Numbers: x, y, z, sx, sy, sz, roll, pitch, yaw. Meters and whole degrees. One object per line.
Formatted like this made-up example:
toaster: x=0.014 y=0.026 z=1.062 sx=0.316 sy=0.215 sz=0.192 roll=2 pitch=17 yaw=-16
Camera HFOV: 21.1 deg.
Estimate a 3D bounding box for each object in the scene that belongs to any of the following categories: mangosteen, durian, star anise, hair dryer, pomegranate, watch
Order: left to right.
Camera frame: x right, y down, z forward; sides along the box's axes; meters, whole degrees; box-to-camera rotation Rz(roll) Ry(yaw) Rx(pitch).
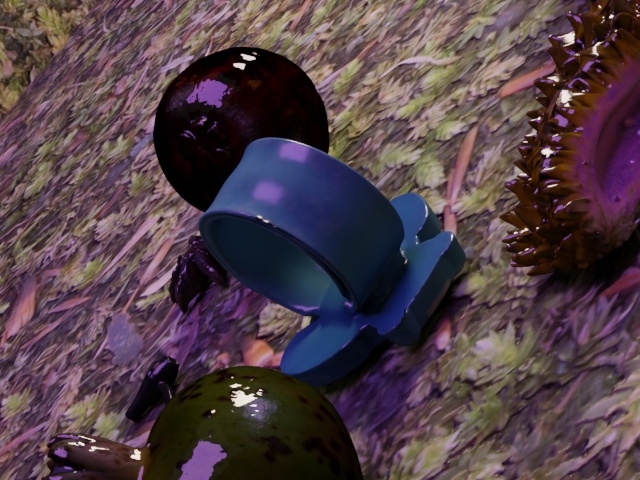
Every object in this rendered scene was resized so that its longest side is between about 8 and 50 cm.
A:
hair dryer: x=-0.168 y=0.166 z=1.776 sx=0.079 sy=0.031 sz=0.083 roll=-55 pitch=28 yaw=9
pomegranate: x=-0.086 y=0.190 z=1.292 sx=0.202 sy=0.248 sz=0.202 roll=-167 pitch=90 yaw=-84
star anise: x=-0.125 y=0.016 z=1.936 sx=0.141 sy=0.042 sz=0.141 roll=-38 pitch=24 yaw=21
mangosteen: x=-0.082 y=-0.119 z=1.898 sx=0.210 sy=0.210 sz=0.210 roll=-39 pitch=22 yaw=19
watch: x=0.000 y=0.000 z=1.516 sx=0.211 sy=0.193 sz=0.211 roll=-41 pitch=22 yaw=20
durian: x=0.224 y=-0.113 z=1.410 sx=0.191 sy=0.112 sz=0.341 roll=-4 pitch=49 yaw=58
